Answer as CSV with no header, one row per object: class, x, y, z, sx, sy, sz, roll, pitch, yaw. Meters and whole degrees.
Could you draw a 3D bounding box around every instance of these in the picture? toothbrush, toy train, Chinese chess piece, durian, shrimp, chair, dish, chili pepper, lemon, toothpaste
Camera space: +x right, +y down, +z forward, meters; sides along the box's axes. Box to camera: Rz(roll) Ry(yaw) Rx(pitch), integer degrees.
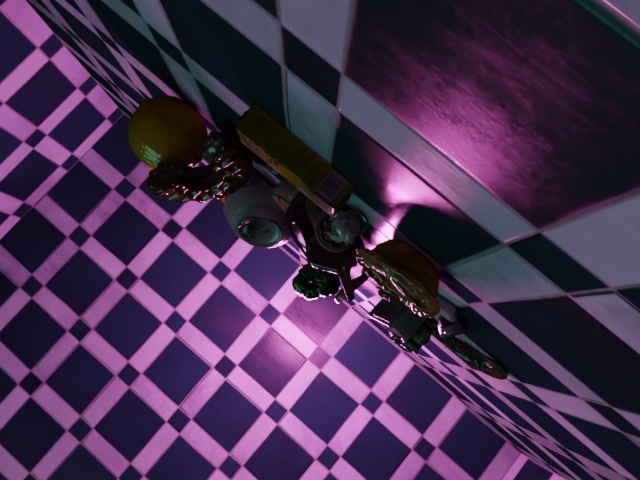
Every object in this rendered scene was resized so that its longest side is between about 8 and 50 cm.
toothbrush,-0.211,-0.268,1.712,0.257,0.018,0.024,33,162,47
toy train,0.324,0.323,1.945,0.202,0.145,0.266,46,170,-12
Chinese chess piece,-0.072,-0.118,1.644,0.188,0.083,0.188,37,170,8
durian,0.241,0.179,1.784,0.091,0.080,0.080,19,170,4
shrimp,0.515,0.385,1.737,0.296,0.058,0.169,34,163,18
chair,0.028,0.009,1.531,0.183,0.176,0.327,15,148,24
dish,-0.220,-0.060,1.888,0.316,0.106,0.317,3,138,3
chili pepper,0.016,0.151,2.121,0.167,0.213,0.385,36,-167,7
lemon,-0.540,-0.373,1.782,0.293,0.293,0.293,40,172,7
toothpaste,-0.063,-0.192,1.235,0.327,0.077,0.110,40,174,6

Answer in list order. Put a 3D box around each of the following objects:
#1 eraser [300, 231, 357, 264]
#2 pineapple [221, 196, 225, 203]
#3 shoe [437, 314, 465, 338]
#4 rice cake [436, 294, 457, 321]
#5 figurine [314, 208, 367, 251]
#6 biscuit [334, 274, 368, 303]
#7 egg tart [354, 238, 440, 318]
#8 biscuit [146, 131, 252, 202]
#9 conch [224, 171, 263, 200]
eraser,0.000,0.000,2.004,0.352,0.061,0.089,41,172,7
pineapple,-0.412,-0.287,2.308,0.250,0.164,0.140,55,-157,-45
shoe,0.407,0.262,1.568,0.195,0.079,0.078,42,-148,-76
rice cake,0.317,0.166,1.510,0.221,0.042,0.080,35,174,31
figurine,0.070,-0.039,1.370,0.132,0.132,0.153,43,159,-13
biscuit,0.129,0.198,2.149,0.050,0.170,0.170,50,172,5
egg tart,0.212,0.089,1.319,0.288,0.118,0.288,38,172,6
biscuit,-0.386,-0.229,1.700,0.268,0.366,0.115,23,-129,-56
conch,-0.267,-0.176,1.960,0.220,0.195,0.277,-18,102,38
